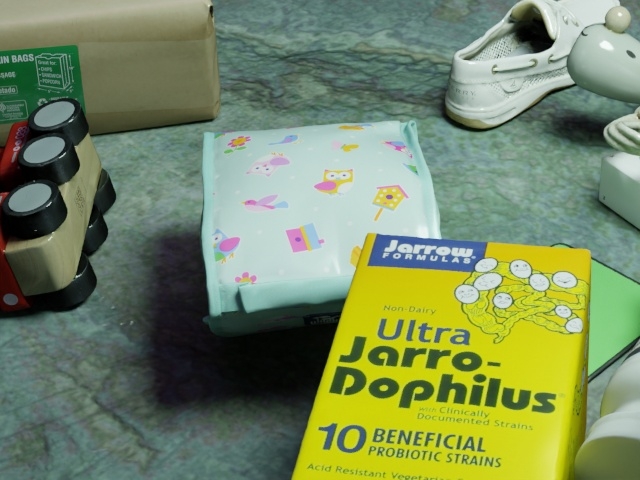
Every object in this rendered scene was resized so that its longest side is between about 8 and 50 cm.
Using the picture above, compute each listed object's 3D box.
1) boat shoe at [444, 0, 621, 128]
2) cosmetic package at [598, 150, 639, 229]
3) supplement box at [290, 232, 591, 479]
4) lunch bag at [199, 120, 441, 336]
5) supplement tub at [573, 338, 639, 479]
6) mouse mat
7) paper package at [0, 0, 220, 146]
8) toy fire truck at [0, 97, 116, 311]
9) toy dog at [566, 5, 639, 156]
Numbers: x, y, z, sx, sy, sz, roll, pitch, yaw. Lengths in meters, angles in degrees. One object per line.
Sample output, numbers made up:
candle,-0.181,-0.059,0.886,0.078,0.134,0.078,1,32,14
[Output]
boat shoe,0.245,-0.223,1.993,0.098,0.096,0.277,26,47,34
cosmetic package,0.385,-0.022,1.754,0.099,0.060,0.239,-26,43,-24
supplement box,0.100,0.180,1.412,0.194,0.195,0.357,5,38,11
lunch bag,0.000,0.000,1.669,0.223,0.160,0.262,-5,26,-1
supplement tub,0.332,0.113,1.370,0.191,0.191,0.272,22,55,30
mouse mat,0.220,0.074,1.690,0.189,0.007,0.152,-33,47,-31
paper package,-0.281,-0.259,2.034,0.324,0.168,0.309,-6,38,-4
toy fire truck,-0.351,-0.038,1.789,0.246,0.158,0.217,-10,37,11
toy dog,0.432,-0.179,1.810,0.333,0.161,0.220,7,27,-12
